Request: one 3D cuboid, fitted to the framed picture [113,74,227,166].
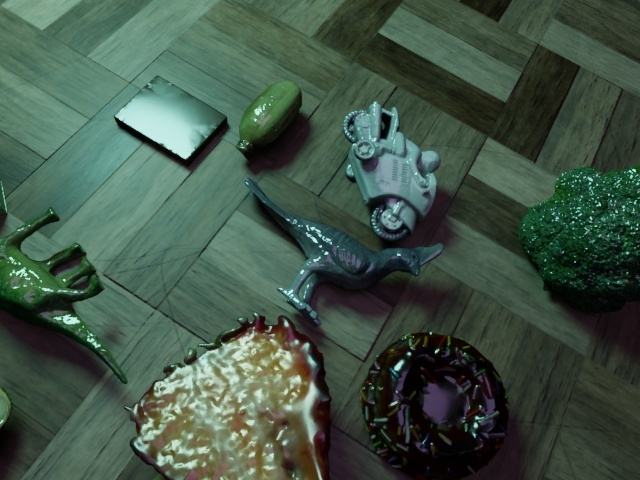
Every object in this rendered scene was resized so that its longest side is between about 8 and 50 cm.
[{"bbox_3d":[-0.285,-0.232,0.880,0.168,0.023,0.128,31,66,6],"label":"framed picture"}]

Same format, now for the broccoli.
[{"bbox_3d":[0.512,-0.020,0.806,0.269,0.269,0.254,-26,78,-17],"label":"broccoli"}]

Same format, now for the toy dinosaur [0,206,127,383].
[{"bbox_3d":[-0.497,0.091,0.680,0.301,0.087,0.447,-32,68,-20],"label":"toy dinosaur"}]

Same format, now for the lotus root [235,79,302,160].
[{"bbox_3d":[-0.102,-0.233,0.870,0.077,0.090,0.183,42,68,-20],"label":"lotus root"}]

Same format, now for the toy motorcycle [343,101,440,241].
[{"bbox_3d":[0.141,-0.132,0.849,0.171,0.110,0.260,-13,78,-10],"label":"toy motorcycle"}]

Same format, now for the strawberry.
[{"bbox_3d":[-0.079,0.248,0.626,0.280,0.150,0.253,29,55,19],"label":"strawberry"}]

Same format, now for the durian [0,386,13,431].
[{"bbox_3d":[-0.474,0.263,0.617,0.110,0.071,0.140,-7,55,-16],"label":"durian"}]

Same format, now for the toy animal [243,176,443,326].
[{"bbox_3d":[0.002,0.036,0.779,0.367,0.081,0.205,20,70,9],"label":"toy animal"}]

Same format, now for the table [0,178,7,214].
[{"bbox_3d":[-0.565,-0.084,0.744,0.062,0.083,0.079,-17,70,-16],"label":"table"}]

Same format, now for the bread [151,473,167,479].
[{"bbox_3d":[-0.177,0.344,0.617,0.157,0.083,0.094,-11,46,-38],"label":"bread"}]

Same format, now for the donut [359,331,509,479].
[{"bbox_3d":[0.182,0.252,0.705,0.235,0.089,0.235,3,68,-8],"label":"donut"}]
